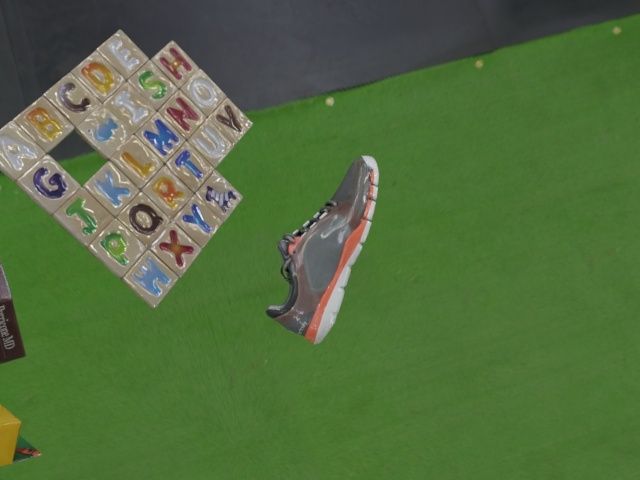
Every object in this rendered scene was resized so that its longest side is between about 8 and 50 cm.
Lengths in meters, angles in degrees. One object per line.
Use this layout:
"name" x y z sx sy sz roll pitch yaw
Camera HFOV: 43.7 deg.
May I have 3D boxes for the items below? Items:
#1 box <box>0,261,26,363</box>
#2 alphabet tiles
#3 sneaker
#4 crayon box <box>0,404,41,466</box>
"box" -0.706 0.156 1.322 0.381 0.191 0.143 -19 57 -24
"alphabet tiles" -0.162 -0.084 0.750 0.198 0.009 0.237 45 50 -15
"sneaker" 0.000 0.000 0.635 0.065 0.061 0.158 20 81 -1
"crayon box" -0.619 0.288 1.240 0.202 0.318 0.081 21 101 36
